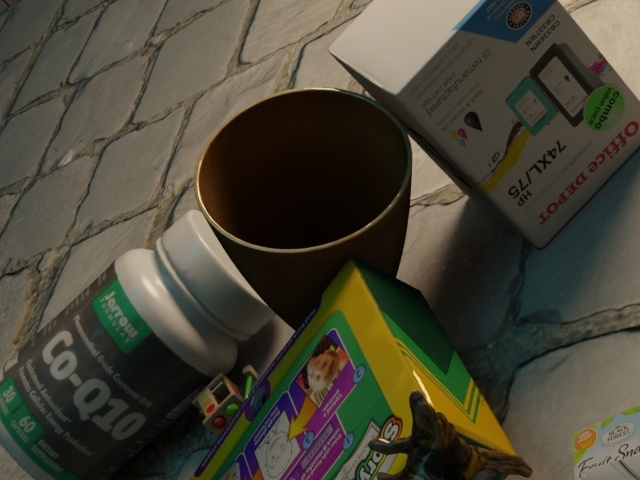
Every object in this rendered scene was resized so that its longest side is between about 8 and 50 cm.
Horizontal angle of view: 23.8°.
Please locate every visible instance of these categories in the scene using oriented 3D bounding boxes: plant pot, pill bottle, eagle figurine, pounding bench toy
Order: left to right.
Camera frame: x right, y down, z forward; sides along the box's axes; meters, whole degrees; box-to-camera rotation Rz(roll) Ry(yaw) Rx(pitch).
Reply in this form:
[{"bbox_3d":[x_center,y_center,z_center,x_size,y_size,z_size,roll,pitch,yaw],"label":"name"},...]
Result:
[{"bbox_3d":[-0.237,0.141,1.932,0.361,0.204,0.204,-43,29,9],"label":"pill bottle"},{"bbox_3d":[-0.103,0.196,1.843,0.083,0.052,0.065,-45,29,3],"label":"pounding bench toy"},{"bbox_3d":[0.000,0.000,1.720,0.237,0.254,0.237,-6,49,7],"label":"plant pot"},{"bbox_3d":[0.118,0.270,1.181,0.225,0.226,0.298,109,158,-49],"label":"eagle figurine"}]

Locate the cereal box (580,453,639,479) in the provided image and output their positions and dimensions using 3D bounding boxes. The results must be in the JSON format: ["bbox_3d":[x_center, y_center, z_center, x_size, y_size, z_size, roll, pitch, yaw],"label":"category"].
[{"bbox_3d":[0.324,0.236,1.188,0.240,0.047,0.173,-24,55,34],"label":"cereal box"}]

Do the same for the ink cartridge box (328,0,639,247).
[{"bbox_3d":[0.191,-0.170,1.680,0.198,0.270,0.197,-47,30,1],"label":"ink cartridge box"}]

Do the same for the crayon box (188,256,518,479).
[{"bbox_3d":[0.006,0.246,1.513,0.363,0.106,0.313,-55,28,16],"label":"crayon box"}]

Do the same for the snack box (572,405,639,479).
[{"bbox_3d":[0.273,0.216,1.335,0.100,0.037,0.141,-27,36,30],"label":"snack box"}]
